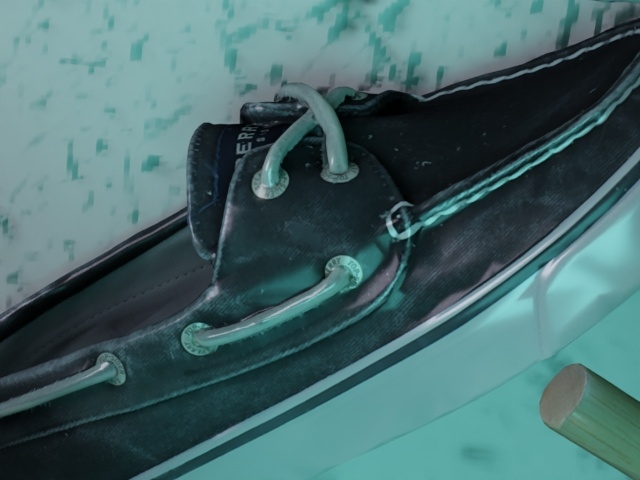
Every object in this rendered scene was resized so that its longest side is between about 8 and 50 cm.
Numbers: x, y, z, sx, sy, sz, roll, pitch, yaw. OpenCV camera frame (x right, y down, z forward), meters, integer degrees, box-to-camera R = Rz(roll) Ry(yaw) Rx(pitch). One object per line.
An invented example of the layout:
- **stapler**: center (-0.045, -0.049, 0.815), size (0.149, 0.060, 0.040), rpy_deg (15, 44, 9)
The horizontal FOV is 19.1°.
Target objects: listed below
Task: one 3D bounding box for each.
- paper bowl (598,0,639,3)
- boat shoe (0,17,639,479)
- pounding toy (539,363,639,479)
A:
- **paper bowl**: center (0.078, -0.200, 0.454), size (0.284, 0.148, 0.284), rpy_deg (1, 97, 6)
- **boat shoe**: center (0.000, 0.000, 0.602), size (0.301, 0.108, 0.102), rpy_deg (-31, 111, 24)
- **pounding toy**: center (0.178, -0.006, 0.499), size (0.110, 0.237, 0.183), rpy_deg (-16, 130, 45)
